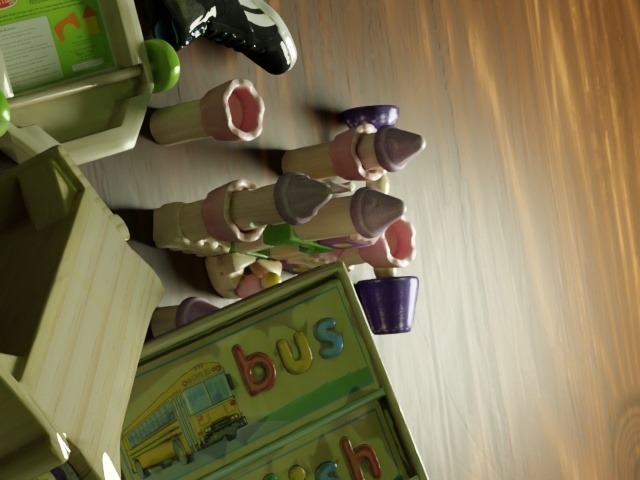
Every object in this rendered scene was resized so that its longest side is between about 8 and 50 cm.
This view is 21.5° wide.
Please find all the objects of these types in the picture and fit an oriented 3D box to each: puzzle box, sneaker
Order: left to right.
[{"bbox_3d":[-0.121,-0.231,1.850,0.217,0.079,0.121,50,59,-34],"label":"sneaker"},{"bbox_3d":[-0.099,0.212,1.581,0.409,0.052,0.272,-24,94,-31],"label":"puzzle box"}]

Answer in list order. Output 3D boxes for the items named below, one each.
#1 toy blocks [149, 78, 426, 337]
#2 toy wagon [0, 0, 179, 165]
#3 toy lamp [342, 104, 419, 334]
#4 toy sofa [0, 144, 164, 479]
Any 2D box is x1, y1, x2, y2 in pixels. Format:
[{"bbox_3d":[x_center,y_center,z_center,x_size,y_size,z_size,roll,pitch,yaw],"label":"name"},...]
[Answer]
[{"bbox_3d":[0.000,0.000,1.797,0.288,0.260,0.309,14,72,-50],"label":"toy blocks"},{"bbox_3d":[-0.273,-0.245,1.659,0.267,0.068,0.344,-23,101,-51],"label":"toy wagon"},{"bbox_3d":[0.074,-0.024,2.040,0.080,0.080,0.275,-1,84,-51],"label":"toy lamp"},{"bbox_3d":[-0.259,0.091,1.434,0.177,0.150,0.362,55,19,-25],"label":"toy sofa"}]
